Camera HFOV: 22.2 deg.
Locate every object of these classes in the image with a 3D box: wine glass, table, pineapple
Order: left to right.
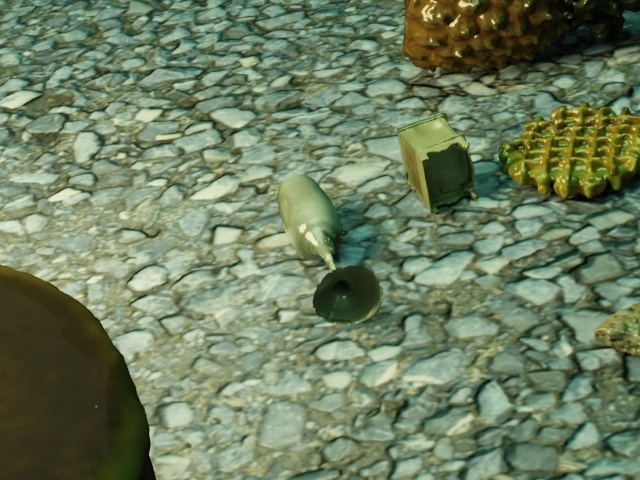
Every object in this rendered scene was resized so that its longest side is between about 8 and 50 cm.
[{"bbox_3d":[0.000,0.000,1.748,0.074,0.074,0.262,-15,29,-6],"label":"wine glass"},{"bbox_3d":[0.133,-0.086,1.832,0.062,0.079,0.083,-19,32,-8],"label":"table"},{"bbox_3d":[0.280,-0.321,2.080,0.357,0.223,0.223,-2,30,1],"label":"pineapple"}]

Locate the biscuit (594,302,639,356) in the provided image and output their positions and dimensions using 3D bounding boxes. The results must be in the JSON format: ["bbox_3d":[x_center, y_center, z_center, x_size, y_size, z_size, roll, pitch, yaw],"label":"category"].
[{"bbox_3d":[0.386,0.087,1.492,0.250,0.032,0.133,17,39,42],"label":"biscuit"}]

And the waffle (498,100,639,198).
[{"bbox_3d":[0.291,-0.102,1.843,0.191,0.038,0.191,-8,30,5],"label":"waffle"}]

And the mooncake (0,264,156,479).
[{"bbox_3d":[-0.320,0.227,1.287,0.394,0.246,0.393,-24,40,-20],"label":"mooncake"}]
